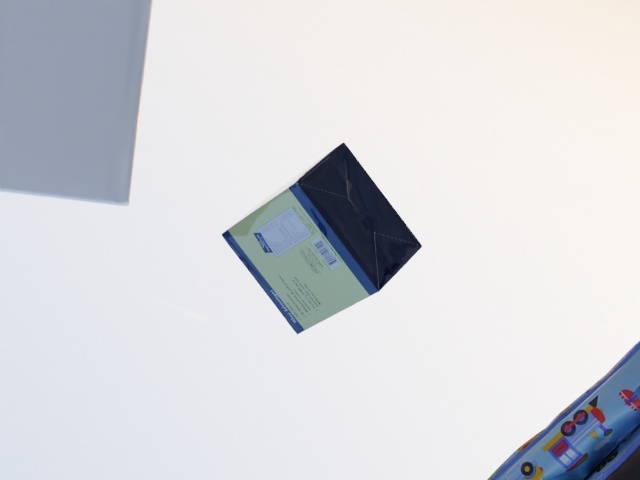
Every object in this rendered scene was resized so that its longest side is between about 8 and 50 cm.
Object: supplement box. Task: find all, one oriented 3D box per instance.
[{"bbox_3d":[0.000,0.000,0.748,0.083,0.083,0.056,53,-134,-6],"label":"supplement box"}]

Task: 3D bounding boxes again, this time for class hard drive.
[{"bbox_3d":[-0.203,-0.191,0.726,0.210,0.318,0.040,7,180,-13],"label":"hard drive"}]

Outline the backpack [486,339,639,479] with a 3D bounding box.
[{"bbox_3d":[0.158,0.122,0.483,0.173,0.158,0.117,21,-154,-54],"label":"backpack"}]
